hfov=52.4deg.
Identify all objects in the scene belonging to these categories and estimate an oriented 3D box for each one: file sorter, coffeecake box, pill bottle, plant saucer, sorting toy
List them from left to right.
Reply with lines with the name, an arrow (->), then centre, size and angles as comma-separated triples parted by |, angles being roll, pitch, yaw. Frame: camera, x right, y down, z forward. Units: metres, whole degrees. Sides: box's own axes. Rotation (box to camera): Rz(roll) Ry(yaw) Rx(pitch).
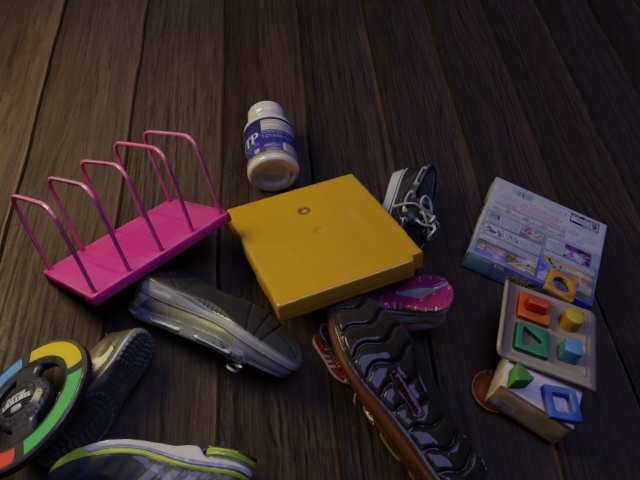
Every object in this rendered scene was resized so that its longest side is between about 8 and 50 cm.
file sorter -> -0.351, -0.058, 1.144 | 0.202, 0.182, 0.290 | 13, 40, 45
pill bottle -> -0.110, -0.209, 1.412 | 0.112, 0.112, 0.187 | 0, 52, -13
plant saucer -> 0.317, 0.279, 1.195 | 0.083, 0.013, 0.083 | 6, 51, -8
coffeecake box -> 0.401, 0.249, 1.190 | 0.142, 0.068, 0.185 | 31, 48, 7
sorting toy -> 0.425, 0.163, 1.192 | 0.196, 0.047, 0.348 | 23, 47, 0

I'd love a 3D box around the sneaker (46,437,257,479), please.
sneaker -> -0.244, 0.362, 0.944 | 0.300, 0.111, 0.121 | 5, 56, -7

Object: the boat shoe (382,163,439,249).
boat shoe -> 0.193, -0.044, 1.341 | 0.105, 0.113, 0.306 | -16, 33, 32

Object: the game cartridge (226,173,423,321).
game cartridge -> 0.000, 0.000, 1.227 | 0.285, 0.053, 0.324 | -17, 39, -14

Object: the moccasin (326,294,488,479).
moccasin -> 0.129, 0.260, 1.089 | 0.139, 0.147, 0.380 | -30, 72, -26

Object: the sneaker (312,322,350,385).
sneaker -> 0.030, 0.199, 1.155 | 0.042, 0.067, 0.118 | -27, 61, -30

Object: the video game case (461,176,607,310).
video game case -> 0.466, 0.010, 1.408 | 0.269, 0.061, 0.244 | 25, 51, 7

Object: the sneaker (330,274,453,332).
sneaker -> 0.123, 0.124, 1.219 | 0.252, 0.111, 0.103 | 8, 49, 22

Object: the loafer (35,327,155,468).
loafer -> -0.365, 0.243, 1.031 | 0.087, 0.094, 0.251 | 4, 44, 36

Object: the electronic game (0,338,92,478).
electronic game -> -0.434, 0.243, 0.960 | 0.229, 0.048, 0.229 | -20, 39, 17

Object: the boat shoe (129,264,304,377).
boat shoe -> -0.181, 0.154, 1.130 | 0.320, 0.103, 0.118 | 26, 16, 3
